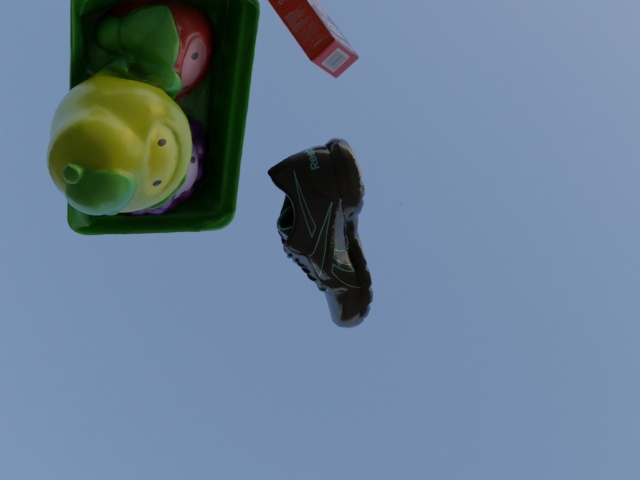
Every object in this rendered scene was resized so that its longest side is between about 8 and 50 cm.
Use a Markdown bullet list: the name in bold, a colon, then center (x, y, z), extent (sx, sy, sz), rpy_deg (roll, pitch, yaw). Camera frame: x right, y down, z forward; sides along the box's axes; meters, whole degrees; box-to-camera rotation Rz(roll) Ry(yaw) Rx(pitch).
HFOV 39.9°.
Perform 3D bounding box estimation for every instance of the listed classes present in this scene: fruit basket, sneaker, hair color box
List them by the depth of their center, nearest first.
- **sneaker**: center (0.000, 0.000, 1.090), extent (0.106, 0.101, 0.267), rpy_deg (-15, -57, -11)
- **hair color box**: center (-0.015, -0.277, 1.112), extent (0.043, 0.072, 0.141), rpy_deg (-41, -114, 16)
- **fruit basket**: center (-0.226, -0.155, 1.169), extent (0.283, 0.392, 0.392), rpy_deg (-3, -88, -21)
